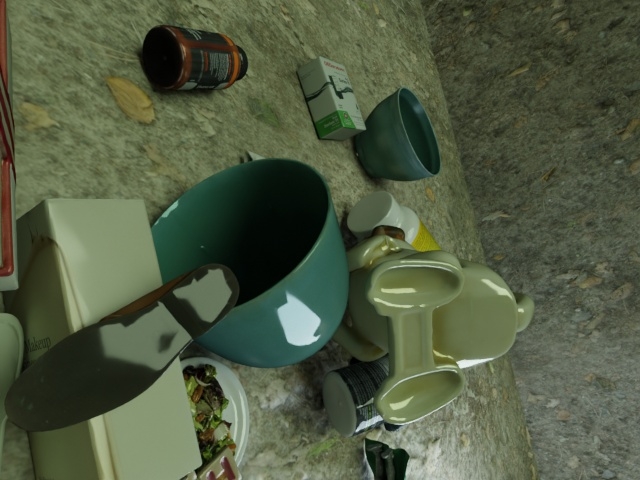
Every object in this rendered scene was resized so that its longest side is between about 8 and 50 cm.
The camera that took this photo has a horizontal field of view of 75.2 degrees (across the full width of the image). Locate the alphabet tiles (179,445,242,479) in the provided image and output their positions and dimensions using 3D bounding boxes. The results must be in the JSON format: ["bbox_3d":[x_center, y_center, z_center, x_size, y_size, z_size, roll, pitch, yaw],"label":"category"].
[{"bbox_3d":[-0.175,0.449,0.508,0.285,0.011,0.342,-33,108,-49],"label":"alphabet tiles"}]

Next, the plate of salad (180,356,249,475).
[{"bbox_3d":[-0.172,0.273,0.614,0.200,0.048,0.199,28,53,-45],"label":"plate of salad"}]

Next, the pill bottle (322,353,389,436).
[{"bbox_3d":[0.138,0.313,0.883,0.246,0.130,0.130,-6,78,-29],"label":"pill bottle"}]

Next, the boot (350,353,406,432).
[{"bbox_3d":[0.190,0.328,1.058,0.246,0.094,0.207,-38,103,-48],"label":"boot"}]

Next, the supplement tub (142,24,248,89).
[{"bbox_3d":[-0.223,-0.338,0.783,0.198,0.106,0.106,-32,101,-55],"label":"supplement tub"}]

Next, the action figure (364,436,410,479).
[{"bbox_3d":[0.143,0.560,0.885,0.064,0.137,0.232,-4,86,-32],"label":"action figure"}]

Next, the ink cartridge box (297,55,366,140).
[{"bbox_3d":[0.034,-0.403,1.197,0.153,0.087,0.208,-19,89,-57],"label":"ink cartridge box"}]

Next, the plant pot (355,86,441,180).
[{"bbox_3d":[0.236,-0.314,1.344,0.293,0.196,0.293,30,51,-46],"label":"plant pot"}]

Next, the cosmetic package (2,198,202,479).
[{"bbox_3d":[-0.255,0.122,0.470,0.113,0.160,0.309,-8,80,-55],"label":"cosmetic package"}]

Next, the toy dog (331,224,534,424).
[{"bbox_3d":[0.173,0.095,0.866,0.408,0.396,0.284,-143,-143,-70],"label":"toy dog"}]

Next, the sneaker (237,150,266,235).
[{"bbox_3d":[-0.149,-0.097,0.816,0.094,0.080,0.212,36,40,-24],"label":"sneaker"}]

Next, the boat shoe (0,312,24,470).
[{"bbox_3d":[-0.358,0.221,0.361,0.099,0.116,0.319,5,72,-8],"label":"boat shoe"}]

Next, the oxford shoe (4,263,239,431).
[{"bbox_3d":[-0.178,0.095,0.397,0.212,0.076,0.076,-33,104,-38],"label":"oxford shoe"}]

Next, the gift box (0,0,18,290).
[{"bbox_3d":[-0.305,-0.102,0.186,0.276,0.258,0.255,2,69,-29],"label":"gift box"}]

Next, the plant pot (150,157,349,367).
[{"bbox_3d":[-0.087,0.058,0.641,0.235,0.293,0.293,64,30,-42],"label":"plant pot"}]

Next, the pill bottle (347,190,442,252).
[{"bbox_3d":[0.223,0.023,1.171,0.334,0.188,0.188,46,41,-33],"label":"pill bottle"}]
